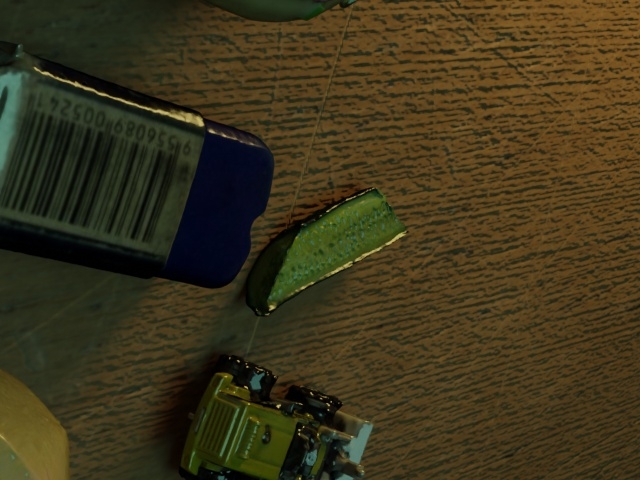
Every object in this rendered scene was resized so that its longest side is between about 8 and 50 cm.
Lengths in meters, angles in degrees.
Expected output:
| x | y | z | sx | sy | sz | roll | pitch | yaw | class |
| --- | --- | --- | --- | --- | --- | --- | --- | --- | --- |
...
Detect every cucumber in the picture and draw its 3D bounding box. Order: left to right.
| x | y | z | sx | sy | sz | roll | pitch | yaw | class |
| --- | --- | --- | --- | --- | --- | --- | --- | --- | --- |
| 0.000 | 0.000 | 1.563 | 0.220 | 0.046 | 0.070 | -30 | 123 | -39 | cucumber |

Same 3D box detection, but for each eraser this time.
| x | y | z | sx | sy | sz | roll | pitch | yaw | class |
| --- | --- | --- | --- | --- | --- | --- | --- | --- | --- |
| -0.182 | -0.058 | 1.295 | 0.332 | 0.101 | 0.155 | 15 | 94 | -52 | eraser |

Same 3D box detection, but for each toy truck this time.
| x | y | z | sx | sy | sz | roll | pitch | yaw | class |
| --- | --- | --- | --- | --- | --- | --- | --- | --- | --- |
| -0.032 | 0.206 | 1.559 | 0.286 | 0.111 | 0.136 | 26 | 84 | -52 | toy truck |

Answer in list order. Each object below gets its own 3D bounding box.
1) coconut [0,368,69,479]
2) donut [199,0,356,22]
| x | y | z | sx | sy | sz | roll | pitch | yaw | class |
| --- | --- | --- | --- | --- | --- | --- | --- | --- | --- |
| -0.329 | 0.210 | 1.085 | 0.352 | 0.352 | 0.353 | -21 | 120 | -41 | coconut |
| -0.025 | -0.354 | 1.311 | 0.371 | 0.150 | 0.307 | -58 | 138 | -14 | donut |
